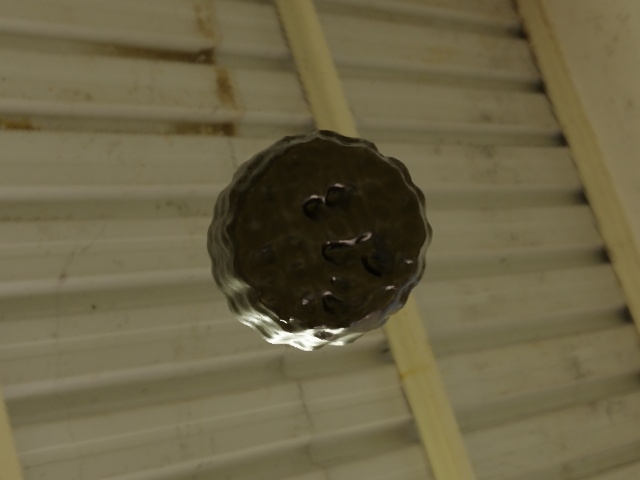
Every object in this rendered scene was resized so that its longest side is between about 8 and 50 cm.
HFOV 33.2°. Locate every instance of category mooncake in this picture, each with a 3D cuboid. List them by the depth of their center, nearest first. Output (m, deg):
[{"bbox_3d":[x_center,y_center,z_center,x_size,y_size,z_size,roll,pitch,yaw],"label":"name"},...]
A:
[{"bbox_3d":[0.000,0.000,1.102,0.228,0.124,0.228,1,-98,-10],"label":"mooncake"}]
